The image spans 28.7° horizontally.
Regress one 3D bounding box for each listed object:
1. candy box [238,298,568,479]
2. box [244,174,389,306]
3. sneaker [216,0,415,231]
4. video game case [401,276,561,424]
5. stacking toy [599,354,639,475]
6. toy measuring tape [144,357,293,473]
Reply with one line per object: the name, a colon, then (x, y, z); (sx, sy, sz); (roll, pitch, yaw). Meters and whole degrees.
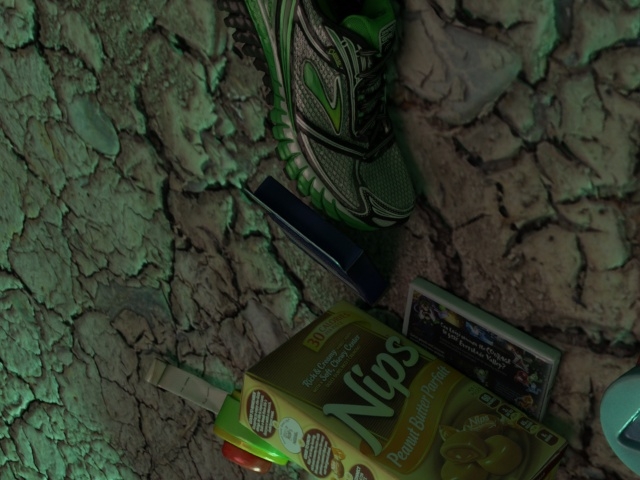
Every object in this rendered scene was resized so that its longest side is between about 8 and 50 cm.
candy box: (0.087, 0.210, 1.383); (0.316, 0.183, 0.088); (32, 133, 25)
box: (0.000, 0.000, 1.374); (0.136, 0.036, 0.225); (39, 177, 18)
sneaker: (0.019, -0.163, 1.280); (0.146, 0.134, 0.344); (-12, 113, 34)
video game case: (0.172, 0.151, 1.422); (0.190, 0.022, 0.173); (29, 132, 28)
stacking toy: (0.404, 0.252, 1.190); (0.279, 0.130, 0.309); (5, 119, 41)
toy measuring tape: (-0.130, 0.223, 1.671); (0.330, 0.121, 0.121); (22, 129, 31)
